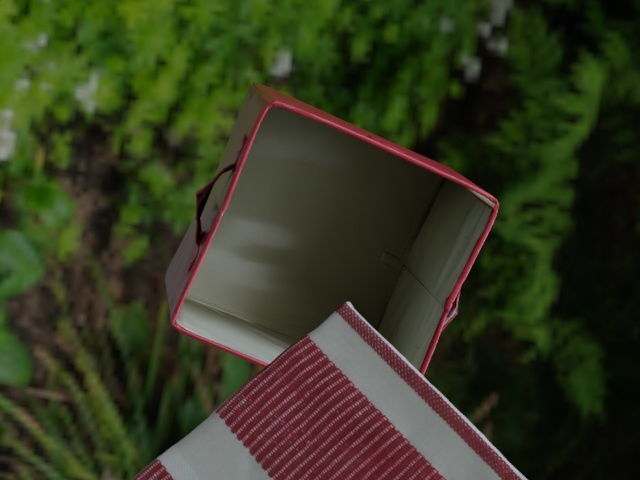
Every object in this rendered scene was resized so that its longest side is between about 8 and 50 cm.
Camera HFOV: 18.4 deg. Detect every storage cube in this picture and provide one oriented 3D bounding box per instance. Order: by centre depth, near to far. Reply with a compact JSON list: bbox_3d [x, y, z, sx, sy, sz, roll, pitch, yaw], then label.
[{"bbox_3d":[0.000,0.000,1.508,0.193,0.215,0.184,-123,-123,-80],"label":"storage cube"}]

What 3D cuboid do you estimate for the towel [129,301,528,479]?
[{"bbox_3d":[-0.042,0.210,1.245,0.329,0.237,0.037,-40,138,-6],"label":"towel"}]
